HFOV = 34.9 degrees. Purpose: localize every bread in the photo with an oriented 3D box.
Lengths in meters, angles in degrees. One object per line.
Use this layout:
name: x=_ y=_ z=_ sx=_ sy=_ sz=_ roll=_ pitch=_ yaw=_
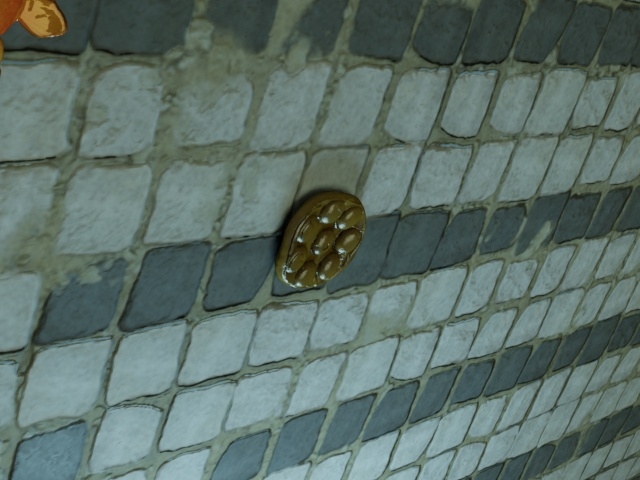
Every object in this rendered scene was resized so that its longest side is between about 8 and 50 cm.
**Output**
bread: x=0.000 y=0.000 z=0.971 sx=0.110 sy=0.024 sz=0.110 roll=-27 pitch=136 yaw=-30

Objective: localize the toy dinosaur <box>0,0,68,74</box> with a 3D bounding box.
toy dinosaur: x=-0.211 y=-0.137 z=0.588 sx=0.288 sy=0.070 sz=0.117 roll=-45 pitch=144 yaw=-2
